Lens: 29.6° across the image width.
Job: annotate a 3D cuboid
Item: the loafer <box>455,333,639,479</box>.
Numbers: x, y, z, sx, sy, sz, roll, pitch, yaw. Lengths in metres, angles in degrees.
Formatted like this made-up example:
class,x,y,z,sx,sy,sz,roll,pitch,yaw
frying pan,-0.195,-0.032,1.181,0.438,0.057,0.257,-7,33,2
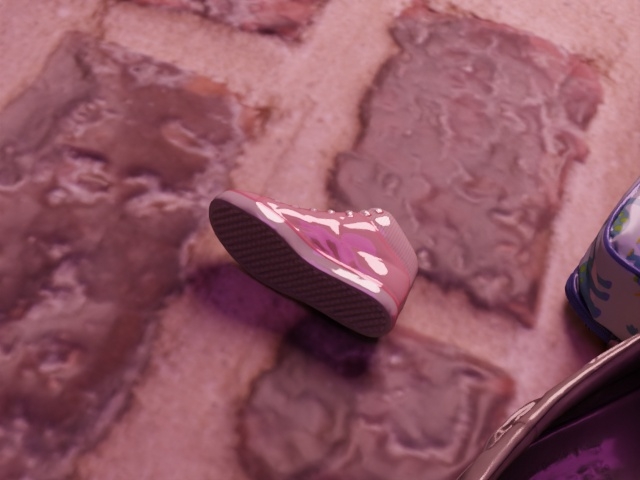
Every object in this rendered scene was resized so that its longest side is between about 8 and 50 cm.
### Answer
class,x,y,z,sx,sy,sz,roll,pitch,yaw
loafer,0.201,0.079,0.579,0.320,0.111,0.112,-29,56,-14

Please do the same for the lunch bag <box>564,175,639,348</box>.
class,x,y,z,sx,sy,sz,roll,pitch,yaw
lunch bag,0.278,0.013,0.786,0.176,0.090,0.219,35,52,15

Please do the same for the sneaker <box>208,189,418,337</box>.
class,x,y,z,sx,sy,sz,roll,pitch,yaw
sneaker,0.000,0.000,0.752,0.134,0.051,0.070,32,49,7
